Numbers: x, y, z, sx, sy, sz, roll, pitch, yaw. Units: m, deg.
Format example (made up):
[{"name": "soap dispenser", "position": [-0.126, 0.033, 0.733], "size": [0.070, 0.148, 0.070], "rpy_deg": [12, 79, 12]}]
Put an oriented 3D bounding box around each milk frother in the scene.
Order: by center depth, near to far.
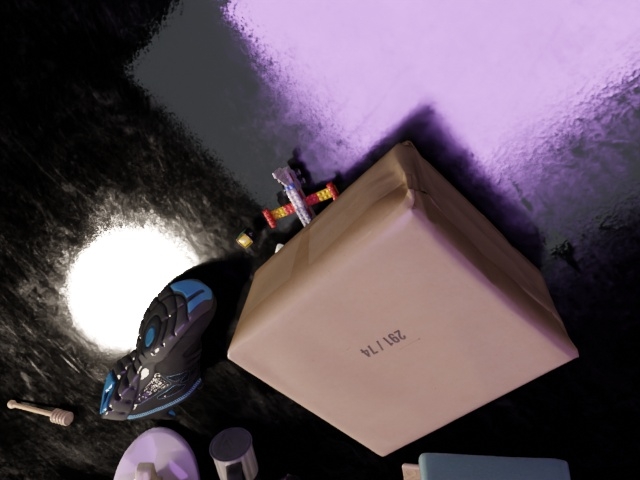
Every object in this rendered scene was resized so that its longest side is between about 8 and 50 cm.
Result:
[{"name": "milk frother", "position": [-0.125, 0.444, 1.015], "size": [0.143, 0.129, 0.134], "rpy_deg": [-21, 119, -22]}]

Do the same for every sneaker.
[{"name": "sneaker", "position": [-0.258, 0.198, 0.915], "size": [0.140, 0.125, 0.341], "rpy_deg": [23, 123, -30]}]

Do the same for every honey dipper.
[{"name": "honey dipper", "position": [-0.619, 0.373, 1.141], "size": [0.161, 0.030, 0.030], "rpy_deg": [9, 120, 14]}]

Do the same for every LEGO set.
[{"name": "LEGO set", "position": [0.000, 0.000, 0.749], "size": [0.244, 0.060, 0.182], "rpy_deg": [19, 120, 3]}]

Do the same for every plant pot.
[{"name": "plant pot", "position": [0.288, 0.532, 0.837], "size": [0.248, 0.252, 0.247], "rpy_deg": [-2, 117, 12]}]

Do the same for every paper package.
[{"name": "paper package", "position": [0.097, 0.094, 0.686], "size": [0.309, 0.168, 0.325], "rpy_deg": [39, 120, -19]}]

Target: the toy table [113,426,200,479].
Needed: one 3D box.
[{"name": "toy table", "position": [-0.329, 0.523, 0.997], "size": [0.252, 0.161, 0.274], "rpy_deg": [-9, 90, -6]}]

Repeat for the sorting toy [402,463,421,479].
[{"name": "sorting toy", "position": [0.195, 0.434, 0.958], "size": [0.083, 0.012, 0.062], "rpy_deg": [-1, 120, 16]}]
